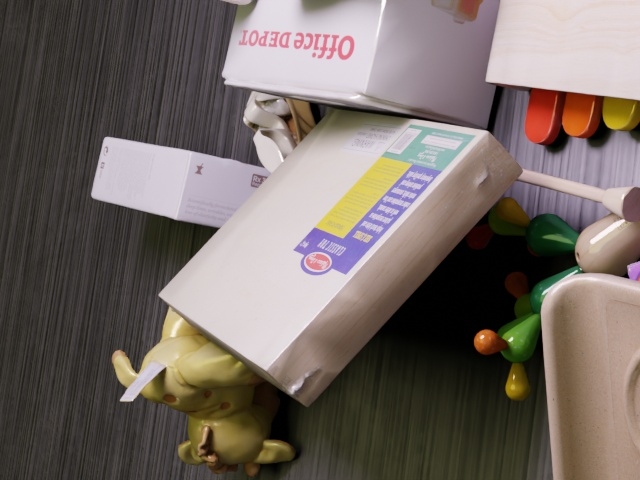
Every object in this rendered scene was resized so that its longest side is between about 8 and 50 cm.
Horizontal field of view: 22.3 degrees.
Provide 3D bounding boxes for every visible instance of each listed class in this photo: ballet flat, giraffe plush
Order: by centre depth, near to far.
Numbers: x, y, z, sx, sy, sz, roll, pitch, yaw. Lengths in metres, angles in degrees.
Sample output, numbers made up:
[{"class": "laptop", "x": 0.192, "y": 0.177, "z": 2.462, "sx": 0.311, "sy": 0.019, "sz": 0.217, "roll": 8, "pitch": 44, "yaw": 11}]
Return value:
[{"class": "giraffe plush", "x": -0.098, "y": 0.161, "z": 1.706, "sx": 0.210, "sy": 0.170, "sz": 0.181, "roll": -40, "pitch": 32, "yaw": -23}, {"class": "ballet flat", "x": -0.044, "y": -0.124, "z": 1.779, "sx": 0.080, "sy": 0.073, "sz": 0.232, "roll": -57, "pitch": 38, "yaw": 28}]

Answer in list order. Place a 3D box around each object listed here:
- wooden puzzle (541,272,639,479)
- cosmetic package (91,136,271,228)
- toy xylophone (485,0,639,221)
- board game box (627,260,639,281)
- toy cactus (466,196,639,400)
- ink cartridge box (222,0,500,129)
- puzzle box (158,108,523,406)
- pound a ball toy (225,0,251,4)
[{"class": "wooden puzzle", "x": 0.306, "y": 0.193, "z": 1.073, "sx": 0.348, "sy": 0.080, "sz": 0.322, "roll": 11, "pitch": 113, "yaw": 50}, {"class": "cosmetic package", "x": -0.165, "y": -0.064, "z": 1.905, "sx": 0.231, "sy": 0.117, "sz": 0.085, "roll": 16, "pitch": 94, "yaw": 58}, {"class": "toy xylophone", "x": 0.239, "y": -0.146, "z": 1.355, "sx": 0.323, "sy": 0.081, "sz": 0.236, "roll": 31, "pitch": 109, "yaw": 55}, {"class": "board game box", "x": 0.360, "y": 0.078, "z": 1.138, "sx": 0.347, "sy": 0.056, "sz": 0.208, "roll": -22, "pitch": 66, "yaw": 52}, {"class": "toy cactus", "x": 0.202, "y": 0.028, "z": 1.355, "sx": 0.180, "sy": 0.112, "sz": 0.219, "roll": -44, "pitch": 36, "yaw": 26}, {"class": "ink cartridge box", "x": 0.068, "y": -0.316, "z": 1.594, "sx": 0.279, "sy": 0.160, "sz": 0.384, "roll": 16, "pitch": 93, "yaw": 57}, {"class": "puzzle box", "x": 0.000, "y": 0.000, "z": 1.494, "sx": 0.272, "sy": 0.052, "sz": 0.409, "roll": -46, "pitch": 18, "yaw": -7}, {"class": "pound a ball toy", "x": -0.071, "y": -0.391, "z": 1.556, "sx": 0.208, "sy": 0.136, "sz": 0.319, "roll": 49, "pitch": 121, "yaw": 53}]
